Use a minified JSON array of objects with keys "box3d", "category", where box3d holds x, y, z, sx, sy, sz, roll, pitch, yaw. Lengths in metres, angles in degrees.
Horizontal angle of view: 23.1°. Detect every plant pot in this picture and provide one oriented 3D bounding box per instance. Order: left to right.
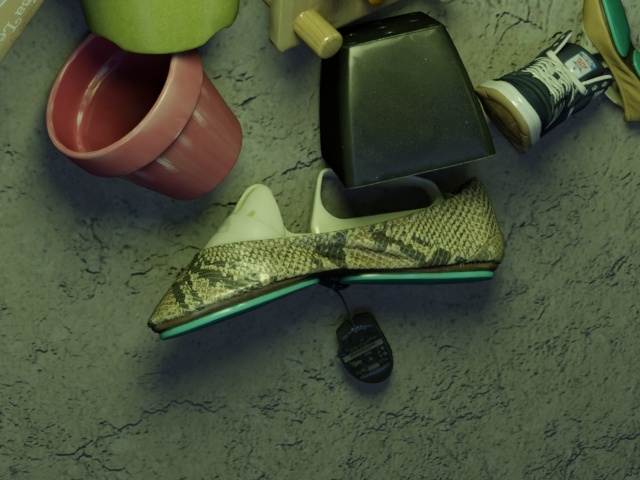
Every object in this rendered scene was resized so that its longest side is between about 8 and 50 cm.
[{"box3d":[-0.183,-0.356,1.718,0.276,0.276,0.254,-9,133,-8],"category":"plant pot"},{"box3d":[-0.197,-0.144,1.869,0.201,0.201,0.180,-40,136,11],"category":"plant pot"},{"box3d":[0.090,-0.182,1.922,0.188,0.187,0.167,-14,108,-6],"category":"plant pot"}]

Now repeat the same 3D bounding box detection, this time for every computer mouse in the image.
[{"box3d":[0.036,0.098,2.152,0.071,0.041,0.242,-24,116,1],"category":"computer mouse"}]

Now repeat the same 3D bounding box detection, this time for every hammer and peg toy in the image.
[{"box3d":[0.053,-0.383,1.717,0.266,0.127,0.361,-28,149,-24],"category":"hammer and peg toy"}]

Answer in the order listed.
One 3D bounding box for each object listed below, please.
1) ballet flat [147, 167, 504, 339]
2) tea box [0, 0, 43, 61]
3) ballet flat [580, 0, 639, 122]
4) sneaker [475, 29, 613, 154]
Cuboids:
[{"box3d":[0.000,0.000,2.021,0.482,0.164,0.182,-10,86,-13],"category":"ballet flat"},{"box3d":[-0.380,-0.391,1.497,0.329,0.323,0.220,-50,153,22],"category":"tea box"},{"box3d":[0.376,-0.238,2.017,0.073,0.080,0.232,-16,125,31],"category":"ballet flat"},{"box3d":[0.280,-0.190,1.927,0.153,0.282,0.099,-39,85,5],"category":"sneaker"}]
